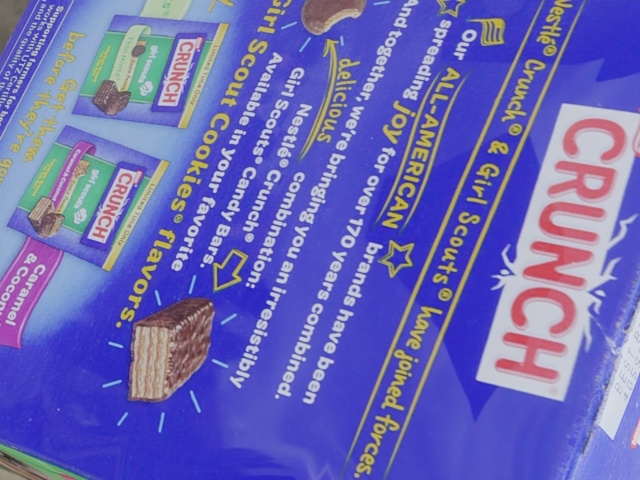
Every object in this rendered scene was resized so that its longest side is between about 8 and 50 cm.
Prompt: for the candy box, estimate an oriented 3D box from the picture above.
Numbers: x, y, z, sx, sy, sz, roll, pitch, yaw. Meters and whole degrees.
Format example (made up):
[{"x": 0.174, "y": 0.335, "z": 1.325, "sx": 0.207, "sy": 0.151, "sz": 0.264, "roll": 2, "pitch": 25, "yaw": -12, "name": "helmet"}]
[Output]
[{"x": 0.000, "y": 0.000, "z": 0.638, "sx": 0.122, "sy": 0.317, "sz": 0.268, "roll": 45, "pitch": 65, "yaw": -54, "name": "candy box"}]
